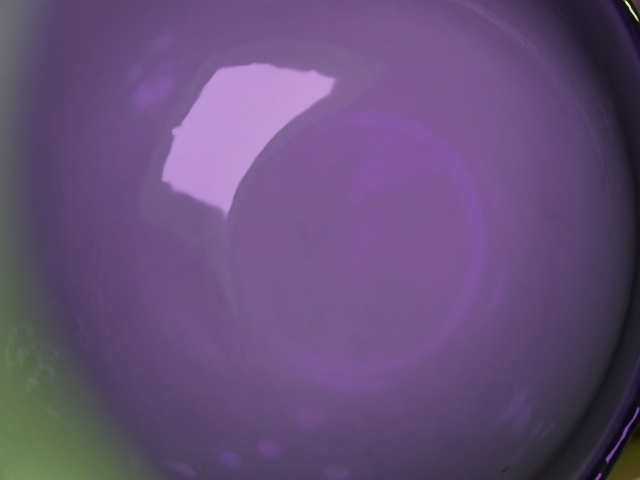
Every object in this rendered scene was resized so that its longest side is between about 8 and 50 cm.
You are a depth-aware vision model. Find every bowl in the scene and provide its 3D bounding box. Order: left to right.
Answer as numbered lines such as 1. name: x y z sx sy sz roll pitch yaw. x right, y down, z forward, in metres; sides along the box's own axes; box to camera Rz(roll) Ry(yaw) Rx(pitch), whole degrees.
1. bowl: 0.000 0.000 0.635 0.353 0.185 0.354 -2 83 18

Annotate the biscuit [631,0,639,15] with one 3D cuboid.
1. biscuit: 0.218 -0.127 0.643 0.150 0.052 0.252 18 112 28

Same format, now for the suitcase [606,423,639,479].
1. suitcase: 0.182 0.171 0.707 0.194 0.143 0.235 -29 99 13
